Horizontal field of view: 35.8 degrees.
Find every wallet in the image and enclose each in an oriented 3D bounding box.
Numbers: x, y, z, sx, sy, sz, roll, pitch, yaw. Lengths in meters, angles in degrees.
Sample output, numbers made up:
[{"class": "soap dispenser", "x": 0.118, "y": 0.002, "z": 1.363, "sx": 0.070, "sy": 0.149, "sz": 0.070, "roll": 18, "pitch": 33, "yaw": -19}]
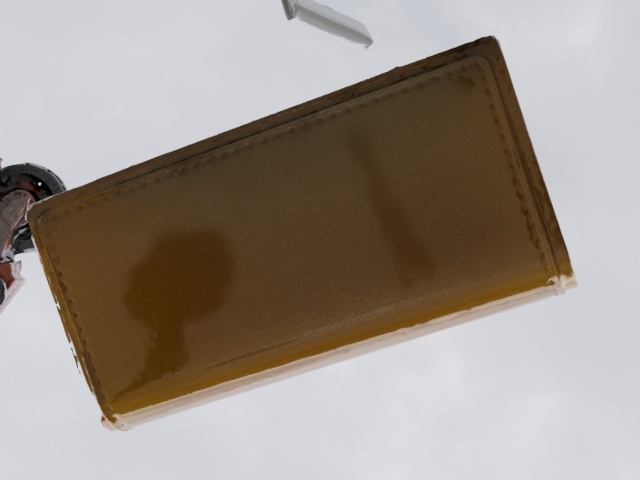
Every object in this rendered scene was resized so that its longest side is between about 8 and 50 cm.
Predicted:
[{"class": "wallet", "x": 0.008, "y": -0.278, "z": 1.255, "sx": 0.122, "sy": 0.025, "sz": 0.061, "roll": 16, "pitch": -147, "yaw": -31}]

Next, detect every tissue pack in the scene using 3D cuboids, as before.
[{"class": "tissue pack", "x": 0.000, "y": 0.000, "z": 0.603, "sx": 0.274, "sy": 0.194, "sz": 0.145, "roll": -19, "pitch": -94, "yaw": 12}]

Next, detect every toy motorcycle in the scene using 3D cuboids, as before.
[{"class": "toy motorcycle", "x": -0.372, "y": 0.032, "z": 0.948, "sx": 0.171, "sy": 0.089, "sz": 0.298, "roll": 35, "pitch": -95, "yaw": 5}]
